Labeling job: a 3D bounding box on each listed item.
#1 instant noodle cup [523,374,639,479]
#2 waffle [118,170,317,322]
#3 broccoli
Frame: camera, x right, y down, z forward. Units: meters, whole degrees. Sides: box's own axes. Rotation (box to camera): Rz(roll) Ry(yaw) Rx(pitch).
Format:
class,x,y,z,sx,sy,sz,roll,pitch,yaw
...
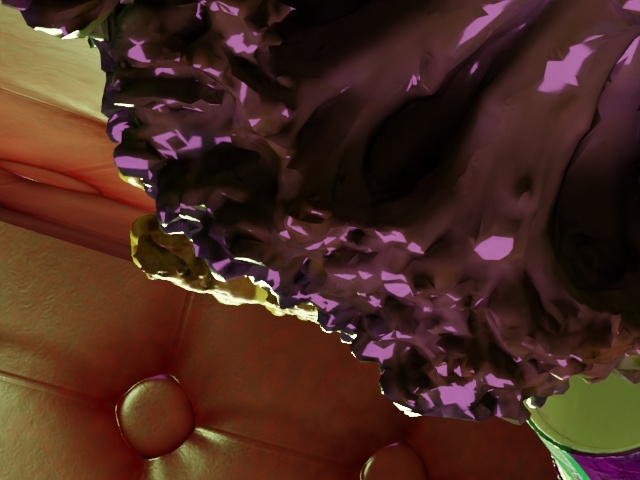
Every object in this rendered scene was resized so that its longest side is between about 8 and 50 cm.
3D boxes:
class,x,y,z,sx,sy,sz,roll,pitch,yaw
instant noodle cup,0.293,0.132,1.471,0.251,0.251,0.190,10,163,33
waffle,0.000,0.000,1.363,0.261,0.151,0.324,15,177,-42
broccoli,0.130,-0.075,0.513,0.397,0.275,0.353,-16,172,36
